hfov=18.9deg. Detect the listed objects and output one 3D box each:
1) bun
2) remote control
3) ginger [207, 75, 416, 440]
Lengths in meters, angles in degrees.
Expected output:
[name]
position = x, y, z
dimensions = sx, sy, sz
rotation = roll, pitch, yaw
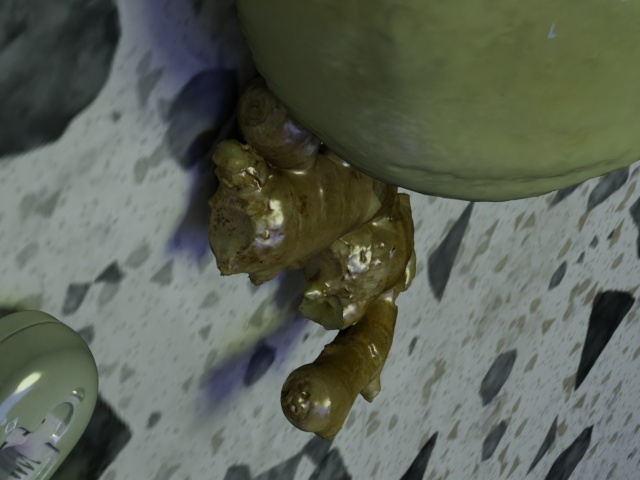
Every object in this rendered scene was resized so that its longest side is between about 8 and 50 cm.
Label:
[bun]
position = 0.133, -0.169, 0.761
dimensions = 0.364, 0.202, 0.364
rotation = -42, 147, -35
[remote control]
position = -0.163, 0.124, 0.746
dimensions = 0.221, 0.042, 0.078
rotation = -54, 155, -8
[ginger]
position = 0.000, 0.000, 0.899
dimensions = 0.176, 0.053, 0.193
rotation = -36, 136, -59
